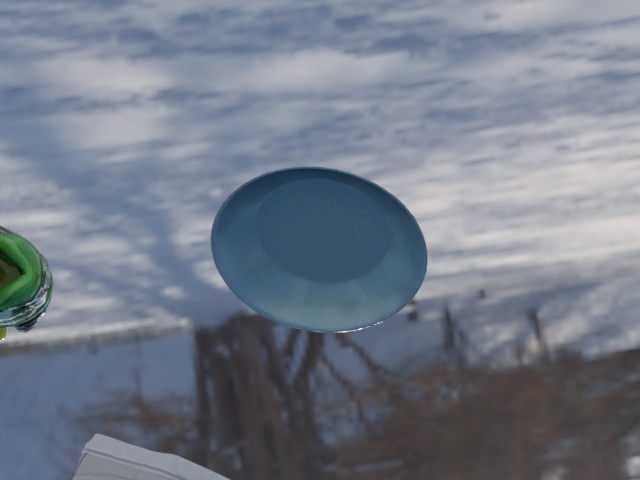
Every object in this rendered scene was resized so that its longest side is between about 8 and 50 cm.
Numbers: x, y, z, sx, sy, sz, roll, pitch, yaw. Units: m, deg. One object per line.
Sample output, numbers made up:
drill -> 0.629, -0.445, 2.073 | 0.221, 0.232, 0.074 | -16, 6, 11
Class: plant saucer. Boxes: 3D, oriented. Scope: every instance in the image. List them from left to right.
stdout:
plant saucer -> 0.000, 0.000, 1.551 | 0.195, 0.195, 0.037 | -10, -142, 16

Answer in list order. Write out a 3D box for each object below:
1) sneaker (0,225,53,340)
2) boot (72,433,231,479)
sneaker -> -0.406, 0.001, 1.557 | 0.343, 0.134, 0.146 | 7, 164, -12
boot -> -0.179, 0.294, 1.867 | 0.258, 0.123, 0.095 | 7, 158, 46
